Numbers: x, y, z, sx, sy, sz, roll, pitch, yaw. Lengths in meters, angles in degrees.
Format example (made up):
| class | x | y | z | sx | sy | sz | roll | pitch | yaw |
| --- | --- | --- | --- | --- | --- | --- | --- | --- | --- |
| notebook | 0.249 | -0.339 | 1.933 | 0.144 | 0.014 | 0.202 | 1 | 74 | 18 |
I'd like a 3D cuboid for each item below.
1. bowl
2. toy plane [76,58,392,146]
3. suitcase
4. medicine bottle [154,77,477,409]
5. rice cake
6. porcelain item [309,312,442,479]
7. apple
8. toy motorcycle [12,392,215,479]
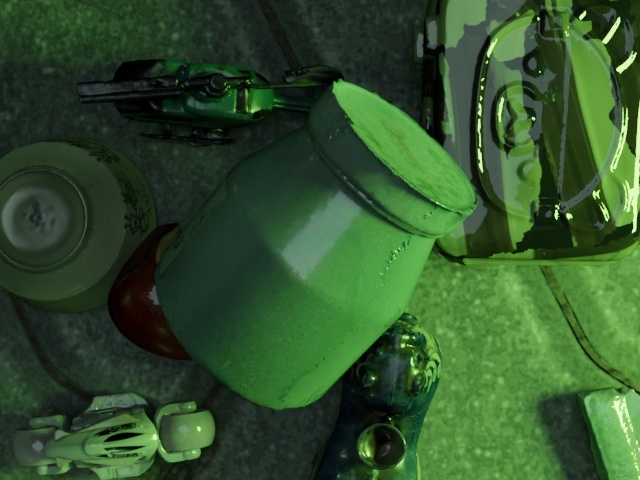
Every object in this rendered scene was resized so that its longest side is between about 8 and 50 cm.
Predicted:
| class | x | y | z | sx | sy | sz | roll | pitch | yaw |
| --- | --- | --- | --- | --- | --- | --- | --- | --- | --- |
| bowl | -0.334 | -0.022 | 1.115 | 0.238 | 0.126 | 0.238 | 0 | 88 | 2 |
| toy plane | -0.105 | -0.176 | 1.105 | 0.382 | 0.155 | 0.106 | 5 | 86 | -14 |
| suitcase | 0.280 | -0.140 | 1.065 | 0.339 | 0.194 | 0.351 | 1 | 95 | -1 |
| medicine bottle | 0.000 | 0.000 | 0.944 | 0.245 | 0.245 | 0.290 | 45 | 113 | 4 |
| rice cake | 0.398 | 0.319 | 1.102 | 0.081 | 0.051 | 0.290 | -20 | 87 | 10 |
| porcelain item | 0.073 | 0.228 | 1.054 | 0.138 | 0.186 | 0.288 | 15 | 88 | 1 |
| apple | -0.173 | 0.075 | 1.088 | 0.158 | 0.156 | 0.147 | 41 | 85 | -20 |
| toy motorcycle | -0.259 | 0.247 | 1.102 | 0.254 | 0.112 | 0.112 | -6 | 86 | 1 |
